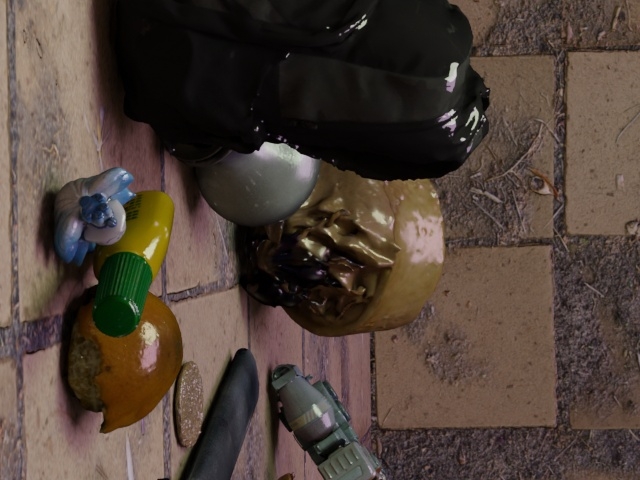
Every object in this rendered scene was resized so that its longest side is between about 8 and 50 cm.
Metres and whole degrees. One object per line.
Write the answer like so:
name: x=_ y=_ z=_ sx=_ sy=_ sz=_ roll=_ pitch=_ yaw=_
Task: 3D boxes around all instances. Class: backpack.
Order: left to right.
backpack: x=-0.008 y=-0.218 z=1.693 sx=0.363 sy=0.445 sz=0.255 roll=-69 pitch=173 yaw=-51

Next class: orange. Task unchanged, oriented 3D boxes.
orange: x=-0.202 y=0.117 z=1.515 sx=0.160 sy=0.112 sz=0.170 roll=69 pitch=11 yaw=-63

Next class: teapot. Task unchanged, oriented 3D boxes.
teapot: x=-0.112 y=-0.125 z=1.901 sx=0.251 sy=0.183 sz=0.184 roll=32 pitch=58 yaw=-65

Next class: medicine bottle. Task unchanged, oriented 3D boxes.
medicine bottle: x=-0.198 y=0.023 z=1.471 sx=0.064 sy=0.095 sz=0.260 roll=50 pitch=13 yaw=-18

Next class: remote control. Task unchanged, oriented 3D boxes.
remote control: x=-0.140 y=0.286 z=2.044 sx=0.377 sy=0.044 sz=0.107 roll=-71 pitch=154 yaw=-65

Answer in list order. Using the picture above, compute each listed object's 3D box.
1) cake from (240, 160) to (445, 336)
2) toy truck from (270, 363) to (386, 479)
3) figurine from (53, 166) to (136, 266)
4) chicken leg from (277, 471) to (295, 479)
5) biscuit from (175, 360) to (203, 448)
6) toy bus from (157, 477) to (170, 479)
cake: x=-0.006 y=-0.001 z=2.314 sx=0.321 sy=0.332 sz=0.332 roll=1 pitch=88 yaw=-43
toy truck: x=0.004 y=0.333 z=2.485 sx=0.257 sy=0.108 sz=0.140 roll=56 pitch=0 yaw=21
figurine: x=-0.226 y=-0.022 z=1.437 sx=0.114 sy=0.079 sz=0.114 roll=-61 pitch=169 yaw=-20
chicken leg: x=-0.025 y=0.561 z=2.453 sx=0.295 sy=0.182 sz=0.409 roll=-65 pitch=150 yaw=-32
biscuit: x=-0.175 y=0.220 z=1.921 sx=0.120 sy=0.015 sz=0.120 roll=0 pitch=90 yaw=-80
toy bus: x=-0.191 y=0.359 z=1.544 sx=0.090 sy=0.106 sz=0.185 roll=-164 pitch=-109 yaw=-68
